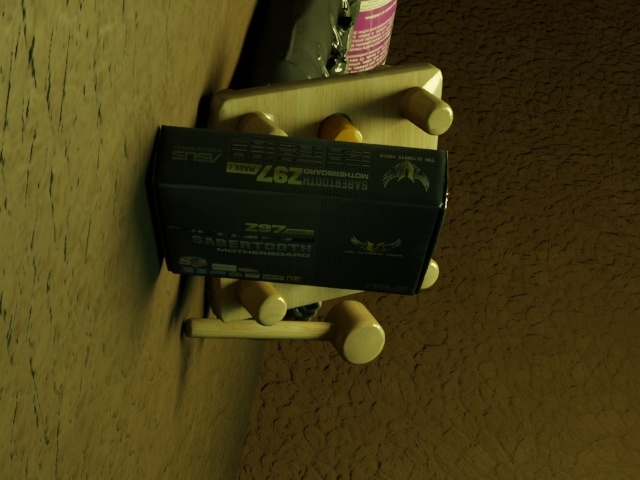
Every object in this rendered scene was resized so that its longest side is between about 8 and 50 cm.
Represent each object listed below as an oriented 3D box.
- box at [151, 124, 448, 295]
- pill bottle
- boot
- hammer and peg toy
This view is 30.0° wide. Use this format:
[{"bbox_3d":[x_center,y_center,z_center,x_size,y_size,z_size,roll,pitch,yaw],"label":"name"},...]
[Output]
[{"bbox_3d":[-0.019,-0.021,1.009,0.183,0.233,0.059,98,-3,-64],"label":"box"},{"bbox_3d":[0.026,-0.338,1.809,0.301,0.169,0.169,98,3,-48],"label":"pill bottle"},{"bbox_3d":[-0.040,-0.145,1.546,0.445,0.146,0.367,-85,-176,-48],"label":"boot"},{"bbox_3d":[0.000,0.000,1.261,0.127,0.266,0.361,45,-41,51],"label":"hammer and peg toy"}]
